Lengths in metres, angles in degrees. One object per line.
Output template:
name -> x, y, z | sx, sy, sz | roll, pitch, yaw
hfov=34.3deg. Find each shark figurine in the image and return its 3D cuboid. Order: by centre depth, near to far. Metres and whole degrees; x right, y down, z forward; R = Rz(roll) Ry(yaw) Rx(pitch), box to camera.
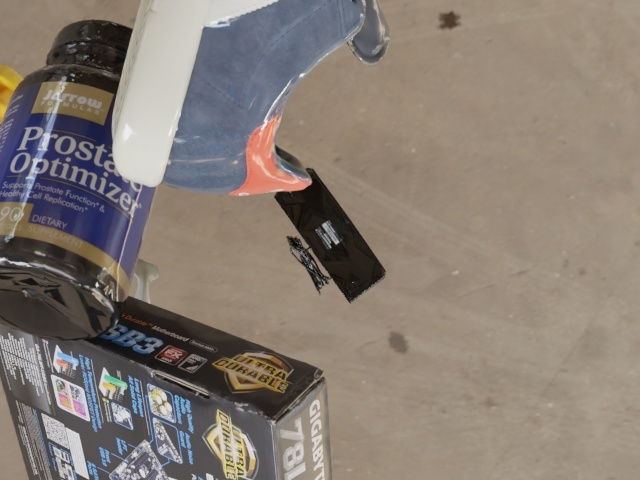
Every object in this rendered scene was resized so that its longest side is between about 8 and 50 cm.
shark figurine -> -0.316, 0.155, 1.590 | 0.116, 0.166, 0.278 | 9, 103, -18

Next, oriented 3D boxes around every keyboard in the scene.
keyboard -> 0.000, 0.000, 1.450 | 0.100, 0.038, 0.192 | -35, 90, -17

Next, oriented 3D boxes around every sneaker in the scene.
sneaker -> -0.016, -0.188, 0.612 | 0.148, 0.131, 0.350 | 13, 112, -16

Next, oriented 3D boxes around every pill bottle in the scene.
pill bottle -> -0.179, -0.049, 0.752 | 0.123, 0.123, 0.219 | 23, 57, -21

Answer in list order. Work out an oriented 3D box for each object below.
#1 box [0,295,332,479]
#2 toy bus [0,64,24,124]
box -> -0.123, 0.189, 0.828 | 0.073, 0.293, 0.295 | -40, 135, -44
toy bus -> -0.409, -0.066, 1.151 | 0.149, 0.220, 0.211 | 50, 20, -20
